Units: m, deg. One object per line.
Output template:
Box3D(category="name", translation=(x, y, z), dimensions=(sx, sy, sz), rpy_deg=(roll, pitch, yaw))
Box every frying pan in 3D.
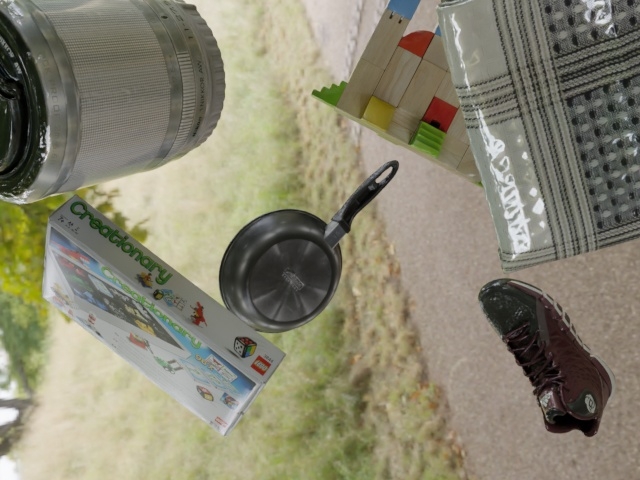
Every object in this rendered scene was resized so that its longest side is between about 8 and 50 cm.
Box3D(category="frying pan", translation=(0.005, 0.027, 1.168), dimensions=(0.053, 0.326, 0.197), rpy_deg=(38, 147, 60))

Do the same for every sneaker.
Box3D(category="sneaker", translation=(0.346, 0.191, 1.205), dimensions=(0.281, 0.162, 0.106), rpy_deg=(42, 129, -5))

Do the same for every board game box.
Box3D(category="board game box", translation=(-0.200, 0.100, 0.940), dimensions=(0.305, 0.053, 0.193), rpy_deg=(37, 143, 3))

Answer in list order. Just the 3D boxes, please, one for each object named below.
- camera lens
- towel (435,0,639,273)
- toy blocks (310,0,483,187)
Box3D(category="camera lens", translation=(-0.269, -0.170, 0.868), dimensions=(0.219, 0.274, 0.219), rpy_deg=(12, 112, 32))
Box3D(category="towel", translation=(0.274, -0.147, 0.675), dimensions=(0.056, 0.312, 0.324), rpy_deg=(-89, -18, -67))
Box3D(category="toy blocks", translation=(0.210, -0.285, 1.394), dimensions=(0.261, 0.381, 0.191), rpy_deg=(-62, 5, 5))
